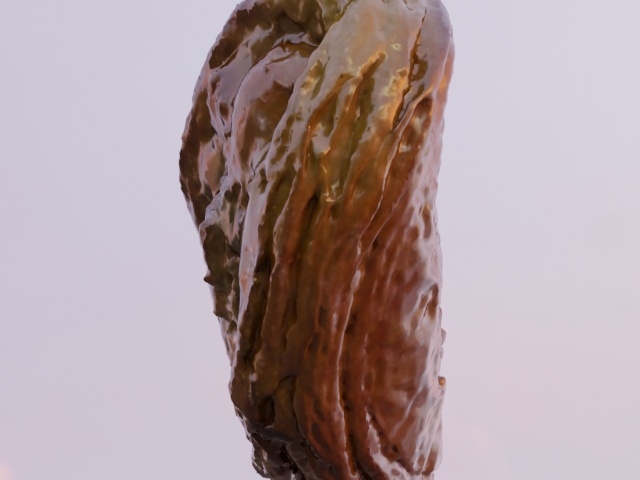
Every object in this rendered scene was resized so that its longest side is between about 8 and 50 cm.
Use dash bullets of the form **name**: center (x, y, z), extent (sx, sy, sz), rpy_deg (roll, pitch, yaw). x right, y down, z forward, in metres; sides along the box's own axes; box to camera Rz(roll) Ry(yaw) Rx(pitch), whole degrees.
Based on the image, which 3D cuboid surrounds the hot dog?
- **hot dog**: center (0.000, 0.000, 0.671), extent (0.122, 0.196, 0.272), rpy_deg (-11, -53, -11)
